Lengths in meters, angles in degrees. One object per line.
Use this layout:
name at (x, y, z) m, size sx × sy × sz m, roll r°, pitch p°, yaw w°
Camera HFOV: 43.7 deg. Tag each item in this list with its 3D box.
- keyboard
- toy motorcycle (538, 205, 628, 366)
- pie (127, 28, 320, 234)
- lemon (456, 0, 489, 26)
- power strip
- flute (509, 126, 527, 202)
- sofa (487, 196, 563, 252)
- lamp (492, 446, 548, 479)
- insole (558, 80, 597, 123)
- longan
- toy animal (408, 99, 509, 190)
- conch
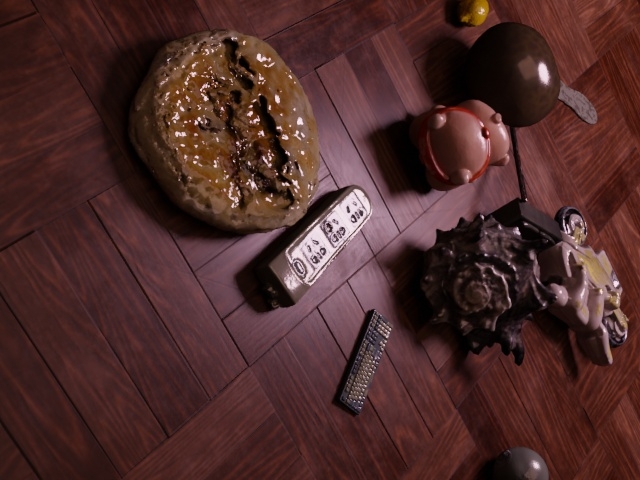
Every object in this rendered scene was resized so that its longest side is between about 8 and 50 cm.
keyboard at (0.077, 0.203, 1.348) m, size 0.055 × 0.014 × 0.176 m, roll 42°, pitch 57°, yaw -29°
toy motorcycle at (0.559, 0.107, 1.715) m, size 0.223 × 0.108 × 0.340 m, roll -35°, pitch 102°, yaw -39°
pie at (-0.126, -0.166, 1.213) m, size 0.339 × 0.077 × 0.339 m, roll 10°, pitch 75°, yaw -39°
lemon at (0.317, -0.478, 1.665) m, size 0.092 × 0.065 × 0.065 m, roll -43°, pitch 108°, yaw -37°
power strip at (-0.002, 0.000, 1.305) m, size 0.286 × 0.048 × 0.080 m, roll -46°, pitch 111°, yaw -38°
flute at (0.407, -0.184, 1.658) m, size 0.014 × 0.014 × 0.269 m, roll 30°, pitch 45°, yaw -32°
sofa at (0.420, -0.020, 1.633) m, size 0.147 × 0.085 × 0.060 m, roll 25°, pitch 48°, yaw -35°
lamp at (0.373, 0.437, 1.490) m, size 0.105 × 0.105 × 0.105 m, roll 10°, pitch 74°, yaw -39°
insole at (0.611, -0.335, 1.919) m, size 0.193 × 0.006 × 0.065 m, roll 23°, pitch 67°, yaw -34°
longan at (0.383, -0.331, 1.612) m, size 0.198 × 0.198 × 0.212 m, roll -36°, pitch 108°, yaw -39°
toy animal at (0.259, -0.181, 1.498) m, size 0.198 × 0.171 × 0.171 m, roll -27°, pitch 98°, yaw -48°
conch at (0.301, 0.093, 1.464) m, size 0.241 × 0.186 × 0.313 m, roll -38°, pitch 127°, yaw -11°
